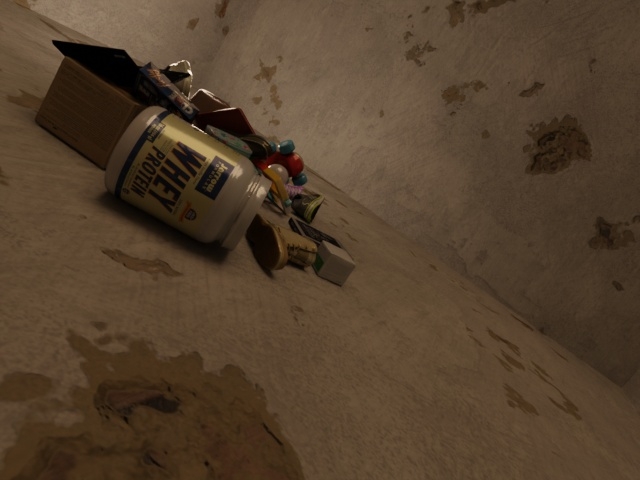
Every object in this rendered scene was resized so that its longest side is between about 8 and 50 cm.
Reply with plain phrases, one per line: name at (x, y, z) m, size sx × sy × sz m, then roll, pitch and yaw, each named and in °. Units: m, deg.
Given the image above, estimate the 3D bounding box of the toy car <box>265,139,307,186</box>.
toy car at (-0.211, -0.315, 2.133) m, size 0.210 × 0.219 × 0.238 m, roll 3°, pitch 40°, yaw 33°

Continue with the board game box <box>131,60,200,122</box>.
board game box at (-0.434, -0.351, 1.237) m, size 0.165 × 0.042 × 0.243 m, roll 45°, pitch -29°, yaw -15°

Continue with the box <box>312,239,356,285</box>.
box at (0.038, 0.071, 1.449) m, size 0.102 × 0.087 × 0.101 m, roll 26°, pitch 15°, yaw -27°

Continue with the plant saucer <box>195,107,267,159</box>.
plant saucer at (-0.367, -0.431, 1.857) m, size 0.259 × 0.047 × 0.259 m, roll 1°, pitch -39°, yaw 27°

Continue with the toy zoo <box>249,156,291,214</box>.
toy zoo at (-0.202, -0.224, 1.843) m, size 0.293 × 0.030 × 0.192 m, roll 42°, pitch -20°, yaw 36°

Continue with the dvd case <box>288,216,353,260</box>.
dvd case at (0.000, 0.000, 1.744) m, size 0.239 × 0.029 × 0.179 m, roll 27°, pitch 14°, yaw -27°

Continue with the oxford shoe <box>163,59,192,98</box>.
oxford shoe at (-0.669, -0.739, 2.082) m, size 0.130 × 0.169 × 0.449 m, roll 8°, pitch 23°, yaw -22°

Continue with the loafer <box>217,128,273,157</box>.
loafer at (-0.310, -0.366, 1.791) m, size 0.251 × 0.094 × 0.087 m, roll 13°, pitch 52°, yaw 12°

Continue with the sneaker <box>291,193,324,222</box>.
sneaker at (-0.060, -0.170, 2.052) m, size 0.121 × 0.111 × 0.300 m, roll 28°, pitch 11°, yaw -2°

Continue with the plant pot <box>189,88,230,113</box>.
plant pot at (-0.512, -0.523, 1.994) m, size 0.263 × 0.229 × 0.263 m, roll 31°, pitch 15°, yaw -9°

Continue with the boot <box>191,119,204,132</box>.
boot at (-0.599, -0.460, 1.785) m, size 0.338 × 0.118 × 0.222 m, roll 29°, pitch -8°, yaw 18°

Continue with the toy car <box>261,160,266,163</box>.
toy car at (-0.299, -0.373, 2.031) m, size 0.149 × 0.188 × 0.155 m, roll 30°, pitch 13°, yaw -14°

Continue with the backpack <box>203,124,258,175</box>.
backpack at (-0.349, -0.287, 1.653) m, size 0.254 × 0.191 × 0.225 m, roll 30°, pitch 12°, yaw -33°

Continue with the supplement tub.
supplement tub at (-0.304, -0.138, 1.083) m, size 0.325 × 0.235 × 0.235 m, roll 30°, pitch 14°, yaw -12°

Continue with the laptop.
laptop at (-0.542, -0.504, 1.275) m, size 0.234 × 0.136 × 0.264 m, roll 14°, pitch 38°, yaw 15°

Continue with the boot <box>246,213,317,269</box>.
boot at (-0.091, 0.029, 1.301) m, size 0.204 × 0.095 × 0.262 m, roll 26°, pitch 11°, yaw -31°

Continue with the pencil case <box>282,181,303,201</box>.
pencil case at (-0.159, -0.223, 2.043) m, size 0.086 × 0.088 × 0.206 m, roll 37°, pitch 13°, yaw 23°

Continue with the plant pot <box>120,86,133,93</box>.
plant pot at (-0.552, -0.379, 1.457) m, size 0.237 × 0.237 × 0.254 m, roll 19°, pitch 32°, yaw -46°

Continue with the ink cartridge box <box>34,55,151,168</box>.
ink cartridge box at (-0.589, -0.328, 1.190) m, size 0.235 × 0.193 × 0.088 m, roll 35°, pitch 12°, yaw 4°
